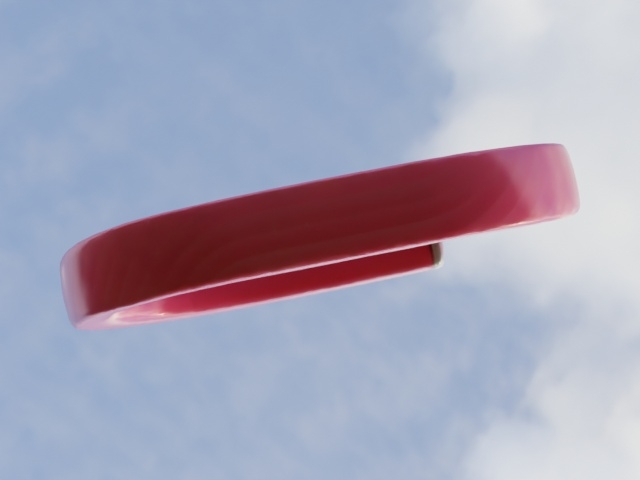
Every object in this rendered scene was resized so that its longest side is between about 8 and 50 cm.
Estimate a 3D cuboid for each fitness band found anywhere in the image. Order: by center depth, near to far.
[{"bbox_3d":[0.000,0.000,1.067,0.291,0.209,0.054,-12,-93,-5],"label":"fitness band"}]
